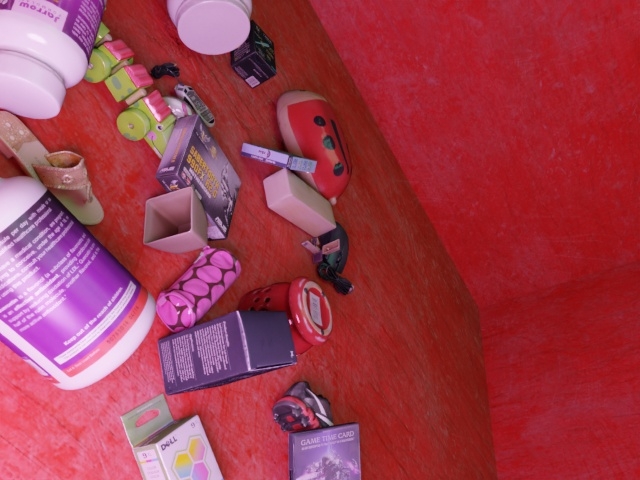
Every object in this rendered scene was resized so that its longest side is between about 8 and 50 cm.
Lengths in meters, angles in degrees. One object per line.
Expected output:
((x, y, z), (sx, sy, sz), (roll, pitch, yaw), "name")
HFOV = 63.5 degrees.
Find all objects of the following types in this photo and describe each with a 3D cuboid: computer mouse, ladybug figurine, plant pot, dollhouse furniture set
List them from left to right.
((-0.291, -0.031, 1.076), (0.096, 0.109, 0.109), (54, 25, -58), "plant pot")
((-0.344, -0.361, 1.313), (0.193, 0.042, 0.106), (54, 23, -15), "computer mouse")
((-0.075, 0.188, 1.242), (0.191, 0.174, 0.191), (48, 31, -41), "plant pot")
((-0.008, -0.338, 1.827), (0.305, 0.162, 0.449), (-5, 74, -65), "ladybug figurine")
((0.000, 0.000, 1.622), (0.081, 0.114, 0.091), (41, 38, -37), "dollhouse furniture set")
((0.059, 0.036, 1.757), (0.188, 0.072, 0.272), (40, 36, -44), "computer mouse")

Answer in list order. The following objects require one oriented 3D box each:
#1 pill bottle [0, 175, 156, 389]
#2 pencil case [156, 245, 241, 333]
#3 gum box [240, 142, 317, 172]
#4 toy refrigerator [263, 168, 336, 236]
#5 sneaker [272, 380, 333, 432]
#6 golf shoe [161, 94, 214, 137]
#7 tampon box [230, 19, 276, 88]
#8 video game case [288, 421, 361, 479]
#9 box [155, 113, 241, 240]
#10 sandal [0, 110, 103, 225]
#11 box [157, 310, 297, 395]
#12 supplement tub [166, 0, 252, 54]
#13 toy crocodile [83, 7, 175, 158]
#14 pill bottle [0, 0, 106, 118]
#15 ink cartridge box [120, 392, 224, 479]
((-0.392, 0.042, 0.705), (0.323, 0.182, 0.181), (55, 27, -27), "pill bottle")
((-0.250, 0.094, 1.060), (0.098, 0.095, 0.209), (54, 29, -13), "pencil case")
((-0.120, -0.245, 1.540), (0.184, 0.157, 0.041), (-8, 116, -64), "gum box")
((-0.063, -0.110, 1.612), (0.269, 0.094, 0.102), (33, 37, -54), "toy refrigerator")
((-0.006, 0.451, 1.244), (0.276, 0.098, 0.135), (58, 28, -17), "sneaker")
((-0.322, -0.264, 1.241), (0.186, 0.068, 0.086), (49, 32, -35), "golf shoe")
((-0.221, -0.608, 1.692), (0.120, 0.102, 0.161), (37, 38, -49), "tampon box")
((0.015, 0.555, 1.139), (0.196, 0.026, 0.274), (8, 75, -39), "video game case")
((-0.266, -0.137, 1.172), (0.231, 0.056, 0.183), (63, 28, -49), "box")
((-0.439, -0.123, 0.871), (0.240, 0.079, 0.088), (52, 29, -30), "sandal")
((-0.174, 0.210, 0.974), (0.153, 0.207, 0.108), (15, 56, -60), "box")
((-0.314, -0.704, 1.432), (0.228, 0.228, 0.316), (22, 50, -57), "supplement tub")
((-0.398, -0.324, 1.091), (0.340, 0.105, 0.115), (59, 26, -20), "toy crocodile")
((-0.469, -0.367, 0.873), (0.169, 0.169, 0.301), (32, 56, -52), "pill bottle")
((-0.244, 0.368, 0.875), (0.109, 0.062, 0.209), (-17, 85, -65), "ink cartridge box")
